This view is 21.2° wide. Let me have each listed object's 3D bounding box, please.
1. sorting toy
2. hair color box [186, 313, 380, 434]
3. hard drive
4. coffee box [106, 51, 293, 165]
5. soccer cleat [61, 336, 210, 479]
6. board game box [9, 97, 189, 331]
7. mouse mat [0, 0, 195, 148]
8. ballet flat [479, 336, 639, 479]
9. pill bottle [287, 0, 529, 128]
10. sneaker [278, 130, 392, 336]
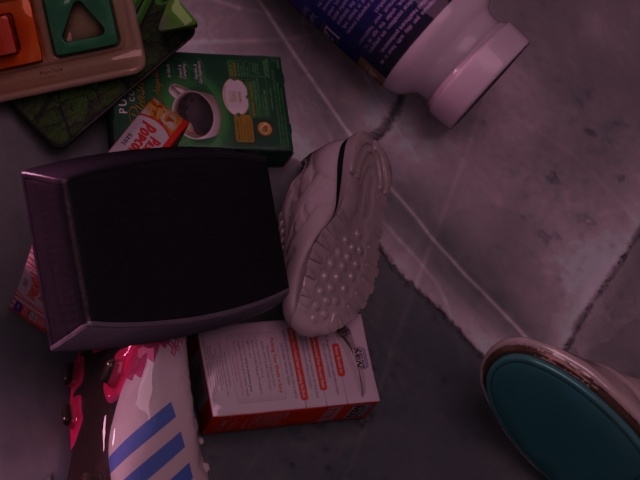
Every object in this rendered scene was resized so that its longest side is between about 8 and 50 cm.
[{"bbox_3d":[-0.277,-0.239,1.648,0.348,0.047,0.196,-12,92,-2],"label":"sorting toy"},{"bbox_3d":[-0.036,0.126,1.624,0.167,0.053,0.093,-4,66,-19],"label":"hair color box"},{"bbox_3d":[-0.135,0.001,1.503,0.255,0.054,0.172,-8,88,-44],"label":"hard drive"},{"bbox_3d":[-0.124,-0.133,1.720,0.184,0.040,0.113,-1,67,-20],"label":"coffee box"},{"bbox_3d":[-0.158,0.176,1.541,0.143,0.116,0.331,29,55,-31],"label":"soccer cleat"},{"bbox_3d":[-0.206,-0.023,1.581,0.045,0.147,0.193,35,61,-1],"label":"board game box"},{"bbox_3d":[-0.238,-0.197,1.688,0.190,0.007,0.152,-43,77,-12],"label":"mouse mat"},{"bbox_3d":[0.323,0.219,1.679,0.400,0.139,0.139,41,60,-3],"label":"ballet flat"},{"bbox_3d":[0.080,-0.248,1.780,0.265,0.153,0.153,42,60,4],"label":"pill bottle"},{"bbox_3d":[0.000,0.000,1.665,0.090,0.095,0.235,51,42,-35],"label":"sneaker"}]
